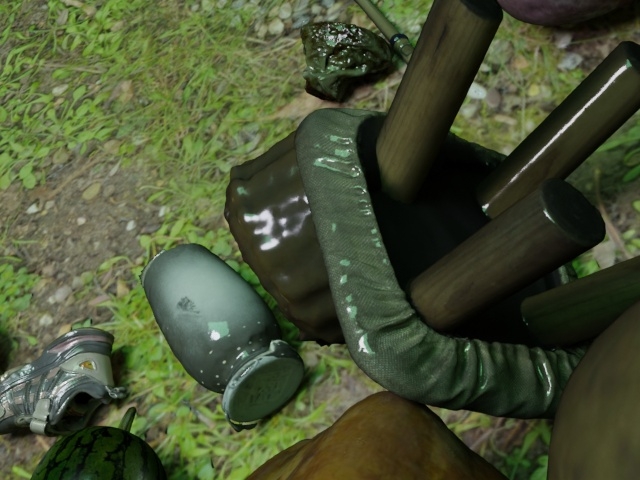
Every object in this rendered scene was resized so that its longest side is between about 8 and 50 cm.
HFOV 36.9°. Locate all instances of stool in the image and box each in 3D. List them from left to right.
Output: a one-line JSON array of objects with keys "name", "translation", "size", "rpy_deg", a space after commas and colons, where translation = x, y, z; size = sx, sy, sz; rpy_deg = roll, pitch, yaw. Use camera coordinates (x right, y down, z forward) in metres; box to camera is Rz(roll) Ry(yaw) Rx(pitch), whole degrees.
[{"name": "stool", "translation": [0.169, -0.033, 0.821], "size": [0.226, 0.310, 0.311], "rpy_deg": [-49, 44, 39]}]

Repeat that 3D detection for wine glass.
[{"name": "wine glass", "translation": [-0.107, 0.094, 1.024], "size": [0.111, 0.111, 0.204], "rpy_deg": [-39, 53, -3]}]

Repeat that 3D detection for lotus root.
[{"name": "lotus root", "translation": [0.045, 0.285, 0.764], "size": [0.316, 0.316, 0.250], "rpy_deg": [5, 43, 27]}]

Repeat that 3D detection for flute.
[{"name": "flute", "translation": [0.082, -0.277, 1.234], "size": [0.027, 0.027, 0.233], "rpy_deg": [-33, 51, 2]}]

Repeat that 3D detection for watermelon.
[{"name": "watermelon", "translation": [-0.220, 0.243, 0.964], "size": [0.140, 0.141, 0.187], "rpy_deg": [-7, 49, 21]}]

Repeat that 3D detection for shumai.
[{"name": "shumai", "translation": [0.023, -0.216, 1.187], "size": [0.123, 0.099, 0.087], "rpy_deg": [11, 81, 32]}]

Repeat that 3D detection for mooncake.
[{"name": "mooncake", "translation": [0.000, 0.000, 0.969], "size": [0.124, 0.228, 0.228], "rpy_deg": [-31, 50, 18]}]

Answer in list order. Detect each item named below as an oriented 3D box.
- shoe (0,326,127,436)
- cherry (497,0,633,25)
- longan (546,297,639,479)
[{"name": "shoe", "translation": [-0.298, 0.179, 1.080], "size": [0.180, 0.089, 0.092], "rpy_deg": [-34, 63, 4]}, {"name": "cherry", "translation": [0.272, -0.355, 1.080], "size": [0.285, 0.213, 0.236], "rpy_deg": [0, 67, 14]}, {"name": "longan", "translation": [0.347, 0.179, 0.619], "size": [0.404, 0.405, 0.336], "rpy_deg": [8, 31, 29]}]
